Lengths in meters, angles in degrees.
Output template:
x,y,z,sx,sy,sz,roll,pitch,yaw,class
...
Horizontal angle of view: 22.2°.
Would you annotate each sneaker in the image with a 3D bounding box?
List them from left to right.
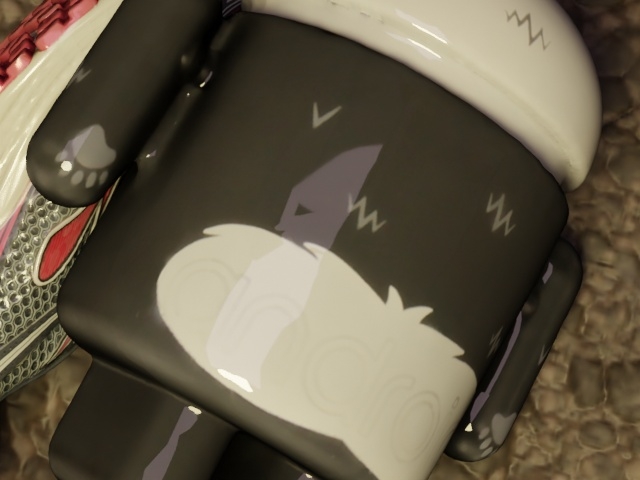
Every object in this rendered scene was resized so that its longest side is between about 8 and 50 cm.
x,y,z,sx,sy,sz,roll,pitch,yaw,class
-0.125,-0.020,0.731,0.112,0.121,0.299,41,83,-19,sneaker

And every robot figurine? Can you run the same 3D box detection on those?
x,y,z,sx,sy,sz,roll,pitch,yaw,class
0.000,0.001,0.676,0.174,0.209,0.278,25,79,23,robot figurine
